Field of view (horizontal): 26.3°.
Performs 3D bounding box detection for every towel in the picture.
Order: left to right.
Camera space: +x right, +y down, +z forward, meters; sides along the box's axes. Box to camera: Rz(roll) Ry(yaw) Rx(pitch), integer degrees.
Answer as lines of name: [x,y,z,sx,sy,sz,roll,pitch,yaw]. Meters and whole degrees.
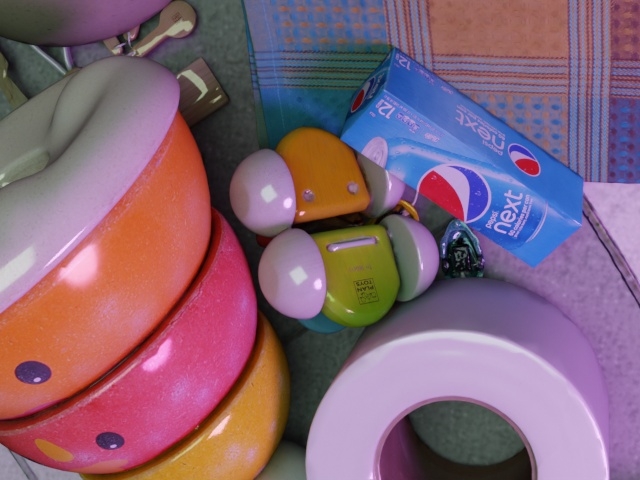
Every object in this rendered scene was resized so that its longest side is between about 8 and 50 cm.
towel: [0.116,-0.167,1.163,0.370,0.040,0.271,4,131,11]

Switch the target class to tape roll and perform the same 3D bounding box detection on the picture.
tape roll: [0.122,0.168,1.167,0.246,0.169,0.246,3,104,11]

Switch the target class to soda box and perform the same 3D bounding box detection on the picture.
soda box: [0.123,-0.069,1.169,0.210,0.071,0.067,32,128,-14]

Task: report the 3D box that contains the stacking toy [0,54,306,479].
stacking toy: [-0.136,0.115,1.173,0.350,0.351,0.480,-35,113,13]

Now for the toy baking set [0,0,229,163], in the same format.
toy baking set: [-0.214,-0.150,1.312,0.256,0.030,0.197,-8,87,10]

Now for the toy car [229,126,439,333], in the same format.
toy car: [0.000,0.000,1.188,0.136,0.159,0.182,-47,59,53]

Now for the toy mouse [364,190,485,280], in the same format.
toy mouse: [0.098,0.029,1.248,0.143,0.031,0.161,40,104,3]

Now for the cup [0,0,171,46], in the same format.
cup: [-0.265,-0.351,1.187,0.331,0.237,0.331,0,89,10]
